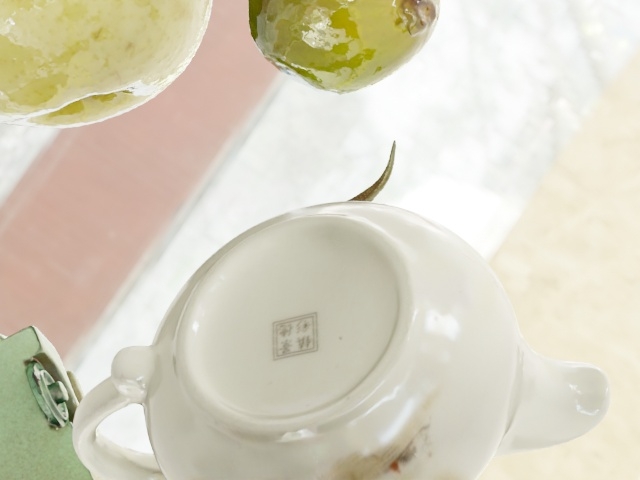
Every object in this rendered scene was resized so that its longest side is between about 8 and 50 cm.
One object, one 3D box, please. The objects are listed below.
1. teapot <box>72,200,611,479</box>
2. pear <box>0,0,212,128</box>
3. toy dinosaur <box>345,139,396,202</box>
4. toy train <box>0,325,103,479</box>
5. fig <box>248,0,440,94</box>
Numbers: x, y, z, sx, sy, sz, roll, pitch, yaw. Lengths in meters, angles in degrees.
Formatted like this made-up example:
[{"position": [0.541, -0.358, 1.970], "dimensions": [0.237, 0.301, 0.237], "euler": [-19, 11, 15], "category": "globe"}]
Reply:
[{"position": [-0.002, 0.078, 1.012], "dimensions": [0.139, 0.298, 0.204], "euler": [56, 33, -51], "category": "teapot"}, {"position": [-0.246, -0.252, 1.729], "dimensions": [0.309, 0.309, 0.309], "euler": [-56, 177, -5], "category": "pear"}, {"position": [0.011, 0.009, 1.343], "dimensions": [0.180, 0.058, 0.037], "euler": [-52, -158, 4], "category": "toy dinosaur"}, {"position": [-0.245, 0.240, 1.695], "dimensions": [0.129, 0.326, 0.159], "euler": [-28, 152, 2], "category": "toy train"}, {"position": [0.018, -0.187, 1.500], "dimensions": [0.153, 0.136, 0.120], "euler": [-15, -159, 4], "category": "fig"}]
